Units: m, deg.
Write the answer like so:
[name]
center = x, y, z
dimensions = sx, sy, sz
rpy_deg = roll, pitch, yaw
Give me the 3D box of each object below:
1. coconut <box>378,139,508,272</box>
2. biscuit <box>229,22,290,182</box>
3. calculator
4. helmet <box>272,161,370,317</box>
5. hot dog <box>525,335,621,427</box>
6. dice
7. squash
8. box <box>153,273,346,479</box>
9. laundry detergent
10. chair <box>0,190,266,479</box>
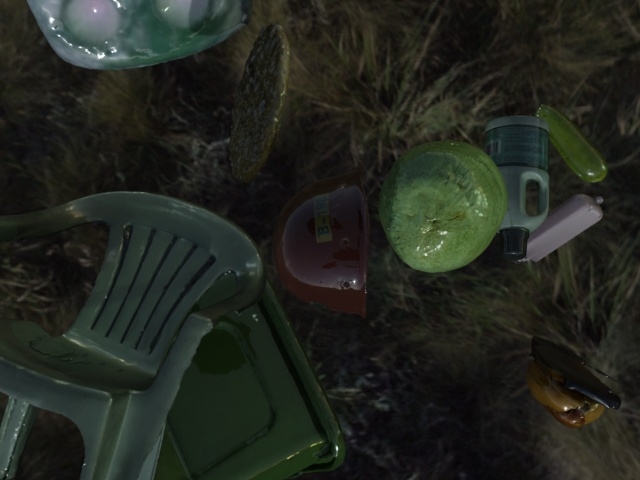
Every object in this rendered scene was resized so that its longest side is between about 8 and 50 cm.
[coconut]
center = 0.080, -0.023, 0.477
dimensions = 0.088, 0.096, 0.087
rpy_deg = 3, 100, 20
[biscuit]
center = -0.085, -0.183, 0.974
dimensions = 0.033, 0.220, 0.219
rpy_deg = 9, 79, -21
[calculator]
center = 0.378, -0.017, 1.165
dimensions = 0.175, 0.100, 0.032
rpy_deg = -38, 60, 24
[helmet]
center = 0.000, 0.000, 1.723
dimensions = 0.230, 0.337, 0.384
rpy_deg = -3, 63, 1
[hot dog]
center = 0.536, 0.323, 1.579
dimensions = 0.194, 0.326, 0.107
rpy_deg = 24, 101, 12
[dice]
center = -0.305, -0.496, 1.198
dimensions = 0.348, 0.327, 0.330
rpy_deg = -11, 35, -2
[squash]
center = 0.521, -0.203, 1.509
dimensions = 0.066, 0.066, 0.201
rpy_deg = -40, 84, 9
[box]
center = -0.143, 0.176, 0.799
dimensions = 0.178, 0.329, 0.252
rpy_deg = -26, 84, -30
[laundry detergent]
center = 0.296, -0.079, 1.099
dimensions = 0.099, 0.070, 0.225
rpy_deg = 4, 69, 8
[chair]
center = -0.175, 0.089, 0.537
dimensions = 0.203, 0.190, 0.274
rpy_deg = 22, 90, 13
